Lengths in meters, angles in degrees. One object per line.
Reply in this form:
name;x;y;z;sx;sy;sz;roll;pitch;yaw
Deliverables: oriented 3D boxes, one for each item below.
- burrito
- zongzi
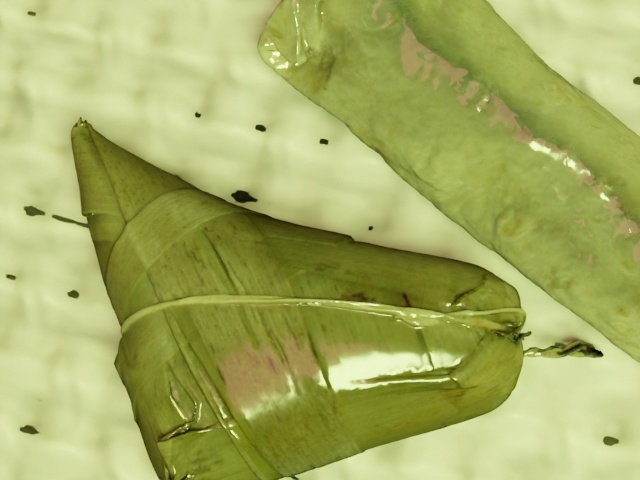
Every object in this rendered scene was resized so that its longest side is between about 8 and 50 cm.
burrito;0.097;-0.024;0.609;0.275;0.059;0.082;40;98;13
zongzi;0.000;0.000;0.620;0.189;0.081;0.178;-19;70;2
